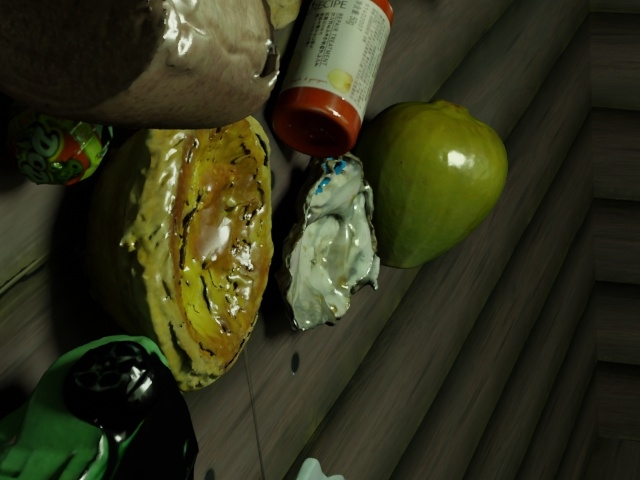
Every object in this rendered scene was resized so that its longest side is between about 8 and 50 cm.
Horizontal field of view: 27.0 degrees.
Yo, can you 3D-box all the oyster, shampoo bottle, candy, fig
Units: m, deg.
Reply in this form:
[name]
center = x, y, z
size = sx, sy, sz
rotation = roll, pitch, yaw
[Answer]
[oyster]
center = 0.000, 0.000, 1.618
size = 0.223, 0.083, 0.214
rotation = -21, 110, -60
[shampoo bottle]
center = 0.026, -0.238, 1.604
size = 0.104, 0.104, 0.278
rotation = 63, 37, -52
[candy]
center = -0.188, -0.158, 1.142
size = 0.091, 0.083, 0.305
rotation = -49, -164, 41
[fig]
center = 0.138, -0.082, 1.803
size = 0.207, 0.207, 0.230
rotation = -55, 172, -52

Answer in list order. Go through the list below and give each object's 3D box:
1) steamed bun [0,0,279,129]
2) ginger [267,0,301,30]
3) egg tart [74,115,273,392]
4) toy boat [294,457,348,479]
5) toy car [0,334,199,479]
[steamed bun]
center = -0.177, -0.214, 0.981
size = 0.251, 0.199, 0.301
rotation = -7, 77, -73
[ginger]
center = -0.059, -0.390, 1.415
size = 0.148, 0.081, 0.334
rotation = -49, 140, -32
[egg tart]
center = -0.132, -0.004, 1.245
size = 0.290, 0.115, 0.290
rotation = 5, 90, -70
[toy boat]
center = -0.013, 0.382, 1.627
size = 0.290, 0.100, 0.199
rotation = 73, 29, -43
[toy car]
center = -0.215, 0.240, 1.020
size = 0.359, 0.176, 0.213
rotation = -70, 154, -43
